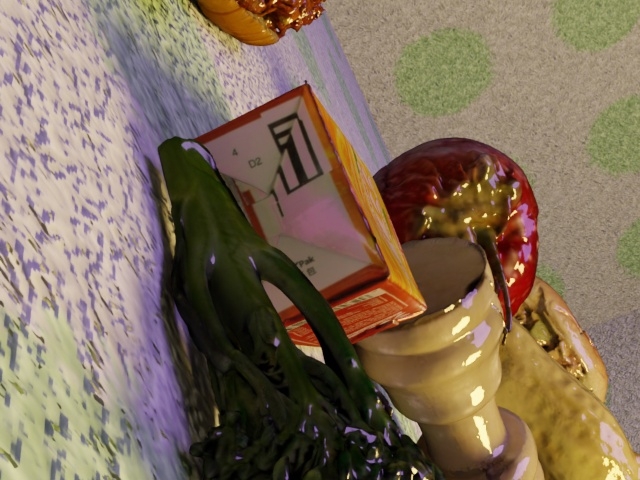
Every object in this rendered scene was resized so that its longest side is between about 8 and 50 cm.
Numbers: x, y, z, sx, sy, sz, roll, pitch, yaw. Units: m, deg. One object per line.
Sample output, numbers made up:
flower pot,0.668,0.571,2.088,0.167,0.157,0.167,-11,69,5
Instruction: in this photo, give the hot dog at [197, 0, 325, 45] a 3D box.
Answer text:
hot dog,-0.036,-0.187,0.750,0.076,0.102,0.249,32,5,4

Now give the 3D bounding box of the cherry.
cherry,0.120,0.008,1.007,0.250,0.175,0.192,42,35,-77

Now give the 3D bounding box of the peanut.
peanut,0.229,0.196,1.223,0.319,0.147,0.147,44,1,15

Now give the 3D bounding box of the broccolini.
broccolini,-0.020,0.044,0.385,0.202,0.091,0.068,58,-45,45

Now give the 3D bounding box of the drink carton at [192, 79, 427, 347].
drink carton,0.000,0.000,0.557,0.223,0.071,0.096,33,33,-77

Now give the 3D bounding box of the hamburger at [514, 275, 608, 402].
hamburger,0.254,0.153,1.461,0.286,0.146,0.243,37,-34,35

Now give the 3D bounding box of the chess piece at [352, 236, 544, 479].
chess piece,0.113,0.162,0.791,0.139,0.124,0.307,9,-56,59
